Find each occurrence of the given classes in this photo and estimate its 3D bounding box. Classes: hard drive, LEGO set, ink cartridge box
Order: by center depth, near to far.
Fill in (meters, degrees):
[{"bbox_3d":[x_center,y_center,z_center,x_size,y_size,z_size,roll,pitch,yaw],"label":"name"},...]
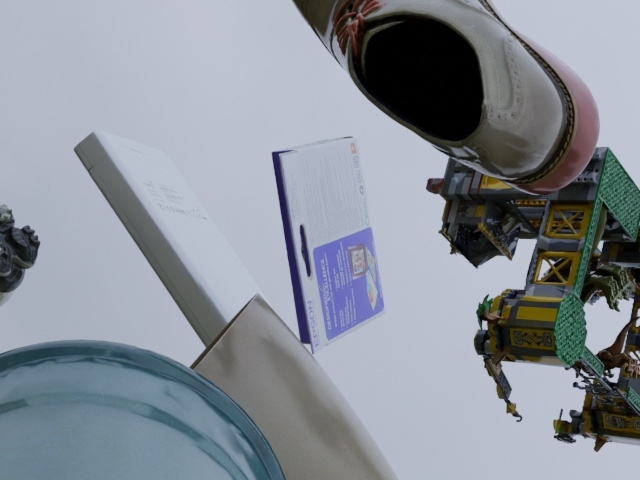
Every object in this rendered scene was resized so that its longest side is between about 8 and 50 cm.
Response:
[{"bbox_3d":[0.210,0.055,1.218,0.192,0.255,0.331,2,-17,37],"label":"LEGO set"},{"bbox_3d":[0.000,0.000,1.338,0.045,0.208,0.206,-7,-84,24],"label":"ink cartridge box"},{"bbox_3d":[-0.145,0.031,1.534,0.353,0.047,0.233,54,9,11],"label":"hard drive"}]

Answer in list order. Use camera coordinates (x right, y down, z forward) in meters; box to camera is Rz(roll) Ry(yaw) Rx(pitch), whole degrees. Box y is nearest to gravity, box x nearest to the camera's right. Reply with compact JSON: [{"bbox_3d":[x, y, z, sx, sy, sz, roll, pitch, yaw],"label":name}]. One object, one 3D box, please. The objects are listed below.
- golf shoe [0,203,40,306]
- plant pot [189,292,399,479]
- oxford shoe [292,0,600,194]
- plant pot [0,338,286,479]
[{"bbox_3d":[-0.426,-0.035,1.418,0.273,0.105,0.120,52,-52,24],"label":"golf shoe"},{"bbox_3d":[-0.038,0.231,1.137,0.274,0.256,0.256,41,-31,-2],"label":"plant pot"},{"bbox_3d":[0.060,-0.165,0.962,0.348,0.130,0.123,43,-68,40],"label":"oxford shoe"},{"bbox_3d":[-0.171,0.274,0.839,0.341,0.341,0.334,63,-1,-12],"label":"plant pot"}]
